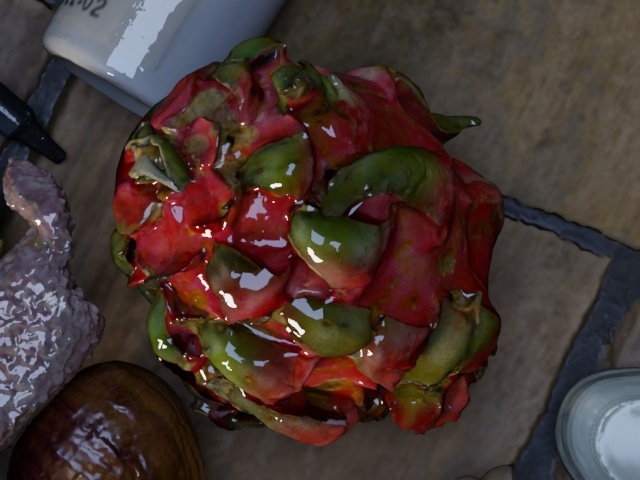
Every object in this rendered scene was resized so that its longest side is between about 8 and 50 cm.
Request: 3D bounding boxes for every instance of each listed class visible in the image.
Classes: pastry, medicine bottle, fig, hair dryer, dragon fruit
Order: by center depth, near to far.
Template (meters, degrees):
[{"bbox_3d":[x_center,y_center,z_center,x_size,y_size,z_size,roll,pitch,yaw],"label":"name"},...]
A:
[{"bbox_3d":[-0.223,0.083,1.110,0.112,0.103,0.265,33,84,-14],"label":"pastry"},{"bbox_3d":[-0.004,0.008,1.130,0.231,0.237,0.303,-18,123,27],"label":"dragon fruit"},{"bbox_3d":[-0.112,0.178,1.170,0.201,0.146,0.134,35,74,3],"label":"fig"},{"bbox_3d":[-0.081,-0.209,1.223,0.144,0.144,0.252,32,87,8],"label":"medicine bottle"},{"bbox_3d":[-0.264,-0.140,1.271,0.195,0.050,0.173,30,55,-18],"label":"hair dryer"}]

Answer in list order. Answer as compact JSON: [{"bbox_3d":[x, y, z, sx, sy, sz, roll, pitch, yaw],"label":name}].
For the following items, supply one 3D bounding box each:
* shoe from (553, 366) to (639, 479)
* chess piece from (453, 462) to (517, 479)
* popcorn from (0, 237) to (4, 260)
[{"bbox_3d":[0.313,0.172,1.130,0.316,0.159,0.124,18,85,4],"label":"shoe"},{"bbox_3d":[-0.002,0.255,1.173,0.307,0.124,0.139,-11,112,6],"label":"chess piece"},{"bbox_3d":[-0.321,-0.006,1.184,0.203,0.200,0.226,-40,79,12],"label":"popcorn"}]
